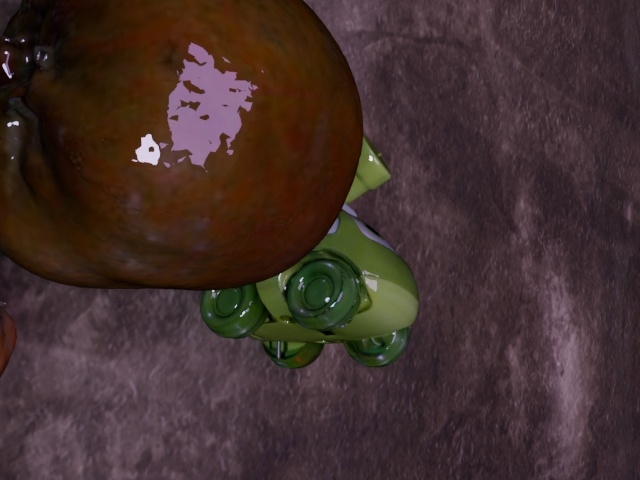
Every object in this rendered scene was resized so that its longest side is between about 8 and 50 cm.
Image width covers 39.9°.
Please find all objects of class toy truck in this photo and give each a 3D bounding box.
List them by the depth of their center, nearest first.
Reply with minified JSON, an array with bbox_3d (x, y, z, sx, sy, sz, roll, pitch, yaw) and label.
[{"bbox_3d":[-0.014,0.016,0.808,0.148,0.187,0.210,37,37,-52],"label":"toy truck"}]

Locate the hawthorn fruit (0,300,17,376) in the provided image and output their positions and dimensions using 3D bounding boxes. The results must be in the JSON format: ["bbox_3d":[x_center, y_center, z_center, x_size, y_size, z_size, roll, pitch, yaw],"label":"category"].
[{"bbox_3d":[-0.291,0.042,0.568,0.189,0.149,0.149,11,78,-13],"label":"hawthorn fruit"}]

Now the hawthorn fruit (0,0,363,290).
[{"bbox_3d":[-0.095,-0.082,0.660,0.301,0.268,0.267,11,80,-46],"label":"hawthorn fruit"}]
